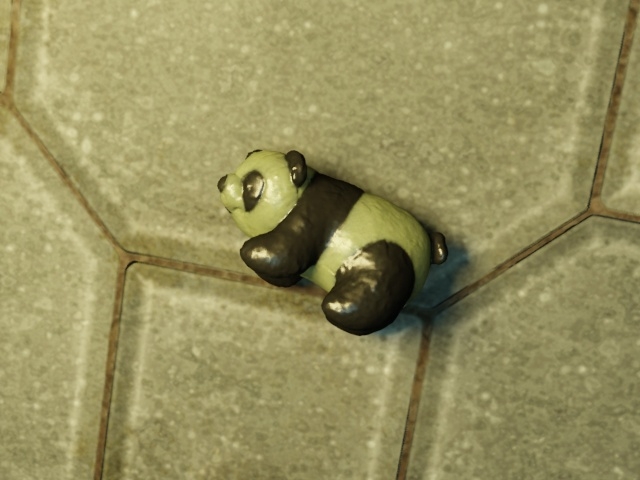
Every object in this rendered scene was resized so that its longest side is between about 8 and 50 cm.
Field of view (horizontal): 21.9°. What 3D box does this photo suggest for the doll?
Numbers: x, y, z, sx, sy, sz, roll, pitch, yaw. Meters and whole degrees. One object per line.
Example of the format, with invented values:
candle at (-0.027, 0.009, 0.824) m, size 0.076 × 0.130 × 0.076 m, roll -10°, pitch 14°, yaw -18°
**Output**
doll at (0.001, 0.001, 1.644) m, size 0.234 × 0.143 × 0.135 m, roll 29°, pitch 85°, yaw 1°
